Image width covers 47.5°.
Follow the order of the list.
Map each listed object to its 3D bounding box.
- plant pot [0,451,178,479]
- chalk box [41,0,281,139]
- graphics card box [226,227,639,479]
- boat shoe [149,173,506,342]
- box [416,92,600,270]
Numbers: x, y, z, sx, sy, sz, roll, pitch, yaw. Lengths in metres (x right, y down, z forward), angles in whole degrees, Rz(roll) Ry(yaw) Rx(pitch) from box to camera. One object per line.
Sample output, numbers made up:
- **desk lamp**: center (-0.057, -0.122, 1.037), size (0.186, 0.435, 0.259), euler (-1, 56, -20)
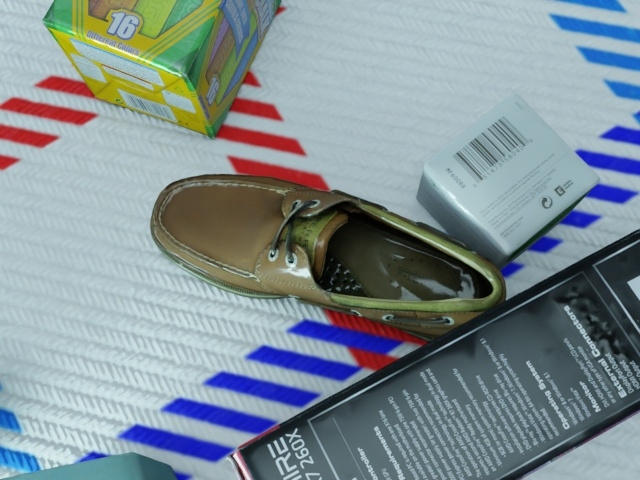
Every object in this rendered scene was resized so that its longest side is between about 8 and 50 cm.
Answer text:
- **plant pot**: center (-0.153, 0.278, 0.503), size (0.166, 0.165, 0.234), euler (-11, 67, 0)
- **chalk box**: center (-0.119, -0.225, 0.646), size (0.132, 0.132, 0.213), euler (20, 77, 7)
- **graphics card box**: center (0.139, 0.097, 0.495), size (0.371, 0.233, 0.094), euler (-28, 72, -6)
- **boat shoe**: center (0.000, 0.000, 0.593), size (0.307, 0.104, 0.110), euler (13, 77, 7)
- **box**: center (0.151, -0.043, 0.606), size (0.101, 0.087, 0.102), euler (-38, 77, -7)
